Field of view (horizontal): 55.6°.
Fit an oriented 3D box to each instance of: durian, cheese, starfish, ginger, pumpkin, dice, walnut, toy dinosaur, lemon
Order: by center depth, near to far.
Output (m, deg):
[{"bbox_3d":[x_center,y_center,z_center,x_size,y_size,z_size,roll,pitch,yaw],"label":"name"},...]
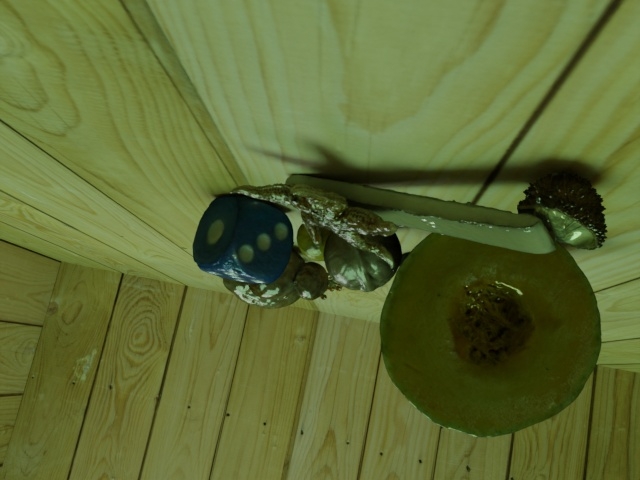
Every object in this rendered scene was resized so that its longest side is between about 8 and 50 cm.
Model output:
[{"bbox_3d":[0.279,-0.044,0.702,0.110,0.071,0.140,20,173,38],"label":"durian"},{"bbox_3d":[0.115,-0.042,0.826,0.400,0.034,0.085,15,171,41],"label":"cheese"},{"bbox_3d":[0.015,-0.027,0.848,0.277,0.062,0.236,30,168,-20],"label":"starfish"},{"bbox_3d":[0.257,0.140,1.001,0.333,0.332,0.199,11,174,2],"label":"pumpkin"},{"bbox_3d":[0.076,0.025,1.085,0.140,0.140,0.162,10,180,8],"label":"walnut"},{"bbox_3d":[-0.145,0.000,1.145,0.146,0.146,0.143,20,168,-38],"label":"dice"},{"bbox_3d":[0.000,0.000,1.164,0.082,0.082,0.111,5,169,31],"label":"lemon"},{"bbox_3d":[-0.114,0.099,1.576,0.245,0.155,0.304,18,168,-21],"label":"ginger"},{"bbox_3d":[-0.011,0.139,1.934,0.212,0.057,0.142,0,152,42],"label":"toy dinosaur"}]

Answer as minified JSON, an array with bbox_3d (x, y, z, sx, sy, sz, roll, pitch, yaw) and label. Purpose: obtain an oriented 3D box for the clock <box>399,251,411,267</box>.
[{"bbox_3d":[0.310,0.085,1.342,0.281,0.055,0.280,11,169,2],"label":"clock"}]
